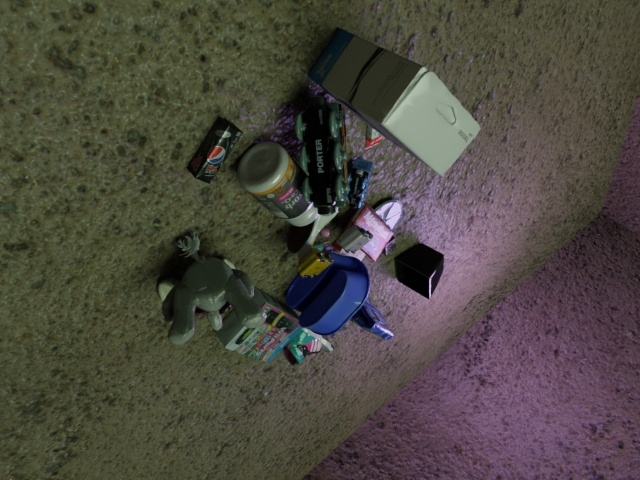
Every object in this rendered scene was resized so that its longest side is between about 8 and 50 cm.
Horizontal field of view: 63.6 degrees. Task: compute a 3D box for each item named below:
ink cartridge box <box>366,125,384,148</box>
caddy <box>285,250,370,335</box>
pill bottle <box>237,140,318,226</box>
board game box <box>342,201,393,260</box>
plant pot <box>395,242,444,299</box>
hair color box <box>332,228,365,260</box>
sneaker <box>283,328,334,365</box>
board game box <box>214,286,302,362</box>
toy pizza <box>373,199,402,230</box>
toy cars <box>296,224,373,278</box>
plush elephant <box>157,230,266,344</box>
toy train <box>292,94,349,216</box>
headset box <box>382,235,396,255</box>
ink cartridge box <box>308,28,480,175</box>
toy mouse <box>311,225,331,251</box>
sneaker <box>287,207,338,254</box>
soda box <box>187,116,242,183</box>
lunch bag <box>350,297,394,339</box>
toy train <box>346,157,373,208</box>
[{"bbox_3d":[0.189,-0.362,1.745,0.063,0.029,0.115,-27,141,-25],"label":"ink cartridge box"},{"bbox_3d":[0.035,0.204,1.969,0.341,0.241,0.179,-49,141,15],"label":"caddy"},{"bbox_3d":[-0.110,-0.157,1.531,0.162,0.162,0.278,-46,145,1],"label":"pill bottle"},{"bbox_3d":[0.191,-0.030,2.007,0.145,0.027,0.281,-57,144,-4],"label":"board game box"},{"bbox_3d":[0.478,0.127,2.418,0.167,0.188,0.187,-46,147,-23],"label":"plant pot"},{"bbox_3d":[0.129,0.019,2.047,0.093,0.053,0.167,-52,143,6],"label":"hair color box"},{"bbox_3d":[-0.066,0.466,2.231,0.178,0.124,0.295,-49,137,-4],"label":"sneaker"},{"bbox_3d":[-0.224,0.329,1.963,0.224,0.097,0.303,-46,146,2],"label":"board game box"},{"bbox_3d":[0.248,-0.084,2.084,0.201,0.032,0.201,-26,141,-24],"label":"toy pizza"},{"bbox_3d":[0.044,0.024,1.785,0.394,0.087,0.176,-28,164,-37],"label":"toy cars"},{"bbox_3d":[-0.343,0.164,1.560,0.272,0.330,0.255,-18,161,-15],"label":"plush elephant"},{"bbox_3d":[0.018,-0.240,1.474,0.190,0.142,0.333,-33,119,-71],"label":"toy train"},{"bbox_3d":[0.293,0.018,2.231,0.062,0.032,0.083,-35,143,-16],"label":"headset box"},{"bbox_3d":[0.188,-0.374,1.376,0.285,0.395,0.166,28,104,-41],"label":"ink cartridge box"},{"bbox_3d":[0.000,0.000,1.914,0.161,0.031,0.143,-53,144,11],"label":"toy mouse"},{"bbox_3d":[-0.005,-0.067,1.776,0.123,0.106,0.290,14,114,-48],"label":"sneaker"},{"bbox_3d":[-0.280,-0.237,1.364,0.053,0.060,0.169,19,111,-51],"label":"soda box"},{"bbox_3d":[0.180,0.319,2.190,0.138,0.293,0.221,-46,145,2],"label":"lunch bag"},{"bbox_3d":[0.132,-0.194,1.798,0.184,0.080,0.105,96,16,-52],"label":"toy train"}]
